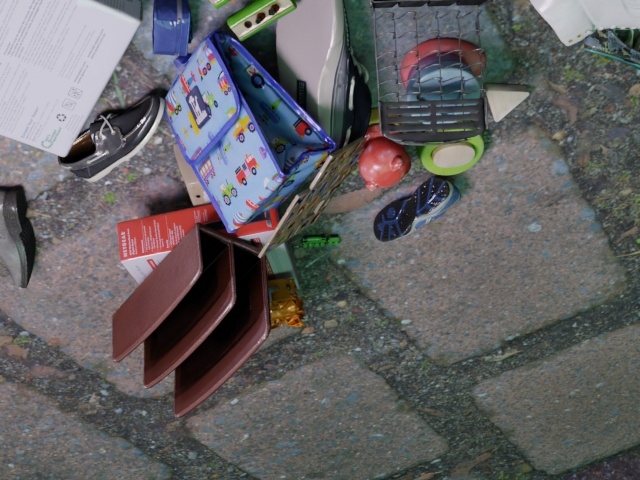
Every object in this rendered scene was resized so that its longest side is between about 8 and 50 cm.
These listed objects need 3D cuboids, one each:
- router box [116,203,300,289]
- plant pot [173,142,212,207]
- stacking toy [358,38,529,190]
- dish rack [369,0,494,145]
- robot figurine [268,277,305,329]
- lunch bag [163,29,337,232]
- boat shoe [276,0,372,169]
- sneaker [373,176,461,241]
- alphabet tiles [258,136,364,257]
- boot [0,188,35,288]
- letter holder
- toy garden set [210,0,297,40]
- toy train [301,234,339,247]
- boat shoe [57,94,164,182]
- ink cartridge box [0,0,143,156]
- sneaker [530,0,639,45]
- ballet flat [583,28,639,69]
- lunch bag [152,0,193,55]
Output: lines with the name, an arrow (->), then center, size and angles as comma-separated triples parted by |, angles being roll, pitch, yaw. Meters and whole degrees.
router box -> -0.209, 0.035, 1.918 | 0.301, 0.082, 0.335 | -11, 158, 1
plant pot -> -0.208, -0.120, 1.806 | 0.109, 0.096, 0.109 | -11, 138, 1
stacking toy -> 0.226, -0.199, 1.781 | 0.280, 0.130, 0.309 | 16, 133, -27
dish rack -> 0.185, -0.294, 1.597 | 0.208, 0.271, 0.074 | -4, -179, -6
robot figurine -> -0.183, 0.150, 1.981 | 0.291, 0.085, 0.211 | -12, 157, 3
lunch bag -> -0.147, -0.199, 1.631 | 0.138, 0.293, 0.221 | -32, 174, -37
boat shoe -> 0.016, -0.298, 1.655 | 0.158, 0.127, 0.340 | -28, 135, -46
sneaker -> 0.198, -0.053, 1.978 | 0.211, 0.080, 0.081 | -30, 156, 35
alphabet tiles -> -0.007, -0.083, 1.727 | 0.198, 0.009, 0.237 | -34, 162, -52
boot -> -0.646, -0.011, 1.870 | 0.161, 0.083, 0.246 | 2, 133, -3
letter holder -> -0.238, 0.157, 1.746 | 0.152, 0.214, 0.302 | 25, 127, -31
toy garden set -> -0.107, -0.438, 1.465 | 0.204, 0.049, 0.244 | -27, 125, 19
toy train -> 0.000, 0.000, 2.047 | 0.083, 0.017, 0.023 | -4, 129, -7
boat shoe -> -0.368, -0.185, 1.709 | 0.233, 0.084, 0.079 | -32, 137, 27
ink cartridge box -> -0.502, -0.312, 1.551 | 0.330, 0.071, 0.324 | 21, 131, -26
sneaker -> 0.492, -0.390, 1.647 | 0.293, 0.108, 0.169 | 25, 130, -21
ballet flat -> 0.559, -0.345, 1.739 | 0.188, 0.070, 0.070 | 13, 134, -30
lunch bag -> -0.239, -0.344, 1.567 | 0.065, 0.067, 0.098 | 0, 139, -11
